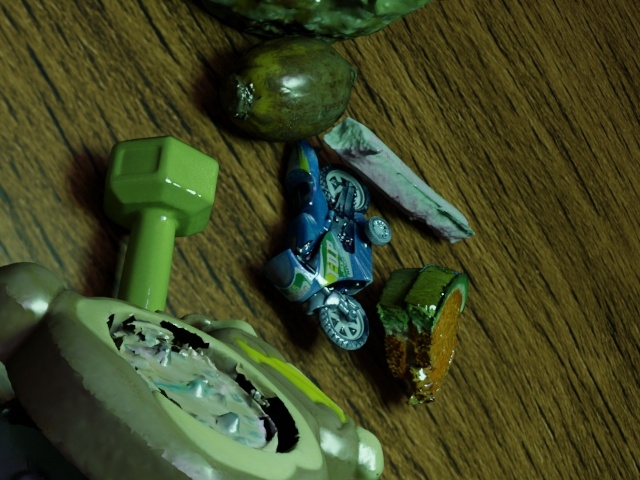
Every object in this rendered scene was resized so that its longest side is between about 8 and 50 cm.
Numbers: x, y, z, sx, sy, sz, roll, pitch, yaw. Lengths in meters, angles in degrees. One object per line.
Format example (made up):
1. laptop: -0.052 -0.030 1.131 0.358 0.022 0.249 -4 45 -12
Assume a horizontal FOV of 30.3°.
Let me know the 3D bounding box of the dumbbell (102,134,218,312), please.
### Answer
1. dumbbell: -0.166 0.047 1.113 0.108 0.121 0.302 57 34 -57

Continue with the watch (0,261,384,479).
1. watch: -0.156 0.230 0.864 0.314 0.327 0.335 39 11 25

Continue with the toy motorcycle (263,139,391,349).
1. toy motorcycle: 0.000 0.000 1.330 0.135 0.092 0.254 25 48 -28

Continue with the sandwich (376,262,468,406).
1. sandwich: 0.120 0.095 1.402 0.235 0.079 0.159 -44 143 -65

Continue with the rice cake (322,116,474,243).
1. rice cake: 0.102 -0.063 1.439 0.051 0.081 0.290 -54 141 1

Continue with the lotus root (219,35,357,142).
1. lotus root: -0.028 -0.170 1.342 0.209 0.120 0.120 -20 90 -47

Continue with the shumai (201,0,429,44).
1. shumai: 0.050 -0.369 1.274 0.395 0.348 0.395 -12 113 -29
